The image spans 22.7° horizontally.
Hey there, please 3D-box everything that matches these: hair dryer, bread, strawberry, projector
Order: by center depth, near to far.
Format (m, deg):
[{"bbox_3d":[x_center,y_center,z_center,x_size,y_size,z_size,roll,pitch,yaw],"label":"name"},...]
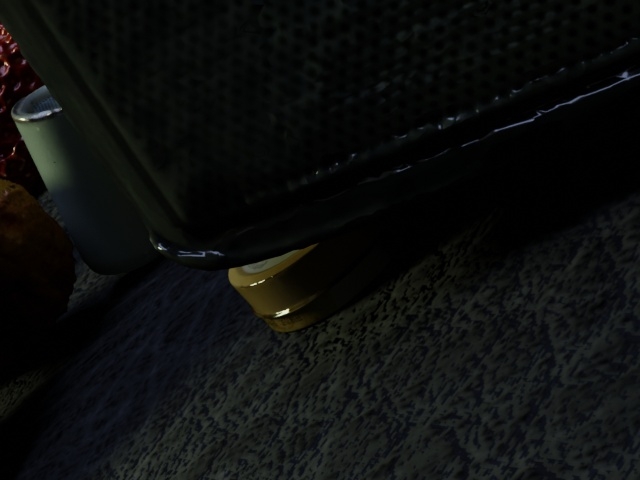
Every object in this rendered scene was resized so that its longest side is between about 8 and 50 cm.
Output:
[{"bbox_3d":[0.084,-0.215,0.797,0.405,0.242,0.395,-22,23,24],"label":"projector"},{"bbox_3d":[-0.076,-0.060,1.056,0.236,0.131,0.073,-12,27,21],"label":"hair dryer"},{"bbox_3d":[-0.271,0.054,1.114,0.269,0.139,0.095,-39,30,27],"label":"bread"},{"bbox_3d":[-0.308,-0.143,1.542,0.188,0.106,0.286,24,70,24],"label":"strawberry"}]

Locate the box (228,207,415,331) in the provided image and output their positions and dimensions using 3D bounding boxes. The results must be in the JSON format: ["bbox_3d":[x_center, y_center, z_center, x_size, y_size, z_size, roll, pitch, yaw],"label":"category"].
[{"bbox_3d":[0.000,0.000,0.848,0.105,0.037,0.105,-36,20,15],"label":"box"}]
